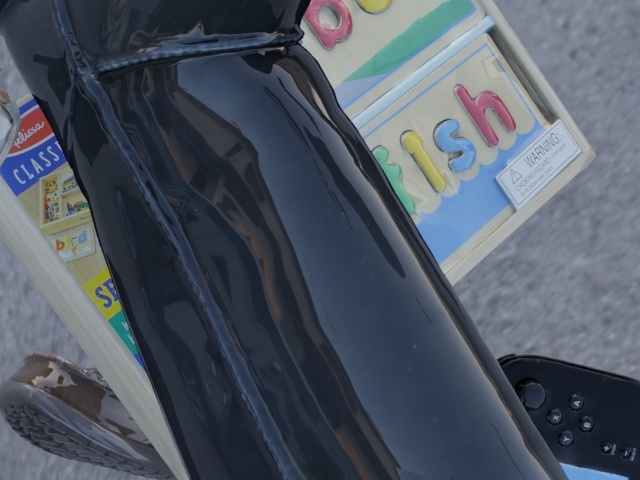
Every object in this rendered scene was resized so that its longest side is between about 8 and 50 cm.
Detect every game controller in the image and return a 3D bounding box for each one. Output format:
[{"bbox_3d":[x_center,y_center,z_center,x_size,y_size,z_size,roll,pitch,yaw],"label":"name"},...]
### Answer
[{"bbox_3d":[0.157,0.246,1.116,0.166,0.067,0.319,15,94,-4],"label":"game controller"}]

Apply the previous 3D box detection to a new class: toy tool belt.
[{"bbox_3d":[-0.202,-0.057,0.837,0.052,0.083,0.051,28,35,-28],"label":"toy tool belt"}]

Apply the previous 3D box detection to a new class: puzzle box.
[{"bbox_3d":[-0.013,-0.059,1.022,0.409,0.052,0.272,-40,98,-31],"label":"puzzle box"}]

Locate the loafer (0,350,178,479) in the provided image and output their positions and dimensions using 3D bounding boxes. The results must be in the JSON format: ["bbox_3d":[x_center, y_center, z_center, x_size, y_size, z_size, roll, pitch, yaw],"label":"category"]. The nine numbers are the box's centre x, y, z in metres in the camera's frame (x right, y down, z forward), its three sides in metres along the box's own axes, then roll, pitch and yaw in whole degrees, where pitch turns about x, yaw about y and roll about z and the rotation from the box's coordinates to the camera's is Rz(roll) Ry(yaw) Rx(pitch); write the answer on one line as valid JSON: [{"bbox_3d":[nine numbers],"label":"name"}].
[{"bbox_3d":[-0.132,0.155,1.366,0.366,0.134,0.130,25,72,-44],"label":"loafer"}]

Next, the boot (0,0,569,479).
[{"bbox_3d":[0.017,-0.021,0.753,0.146,0.367,0.445,-15,78,-41],"label":"boot"}]
